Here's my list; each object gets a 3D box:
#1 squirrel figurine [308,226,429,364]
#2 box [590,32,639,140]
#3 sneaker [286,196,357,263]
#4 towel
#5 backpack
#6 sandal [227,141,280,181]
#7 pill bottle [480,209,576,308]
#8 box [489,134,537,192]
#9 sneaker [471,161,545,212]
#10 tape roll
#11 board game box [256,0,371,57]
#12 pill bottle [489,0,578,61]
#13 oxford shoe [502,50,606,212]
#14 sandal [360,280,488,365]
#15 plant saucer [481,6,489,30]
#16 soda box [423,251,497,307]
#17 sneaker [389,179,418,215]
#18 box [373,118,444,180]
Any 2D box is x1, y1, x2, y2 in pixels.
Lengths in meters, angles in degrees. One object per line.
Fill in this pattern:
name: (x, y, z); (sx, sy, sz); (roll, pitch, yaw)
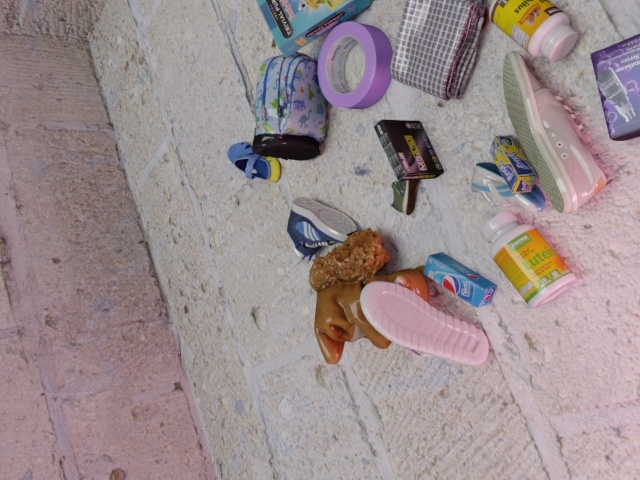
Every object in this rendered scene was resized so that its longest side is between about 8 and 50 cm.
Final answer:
squirrel figurine: (0.159, 0.153, 1.818); (0.370, 0.280, 0.397); (-33, 74, 39)
box: (0.710, -0.340, 1.232); (0.153, 0.108, 0.207); (-16, 84, 48)
sneaker: (-0.001, 0.000, 2.086); (0.322, 0.130, 0.237); (32, 129, 36)
towel: (0.329, -0.569, 1.598); (0.235, 0.121, 0.284); (37, 126, 40)
backpack: (-0.107, -0.495, 2.021); (0.273, 0.290, 0.356); (-17, 77, 40)
sandal: (-0.308, -0.335, 2.352); (0.317, 0.138, 0.126); (29, 119, 44)
pill bottle: (0.534, 0.043, 1.469); (0.246, 0.136, 0.136); (58, 133, 25)
box: (0.503, -0.202, 1.468); (0.059, 0.054, 0.169); (95, 167, -48)
sneaker: (0.508, -0.129, 1.520); (0.228, 0.087, 0.092); (43, 135, 42)
tape roll: (0.113, -0.583, 1.876); (0.274, 0.090, 0.275); (12, 106, 47)
board game box: (-0.035, -0.817, 1.884); (0.335, 0.079, 0.254); (-28, 72, 12)
pill bottle: (0.530, -0.540, 1.392); (0.215, 0.117, 0.117); (54, 132, 27)
oxford shoe: (0.572, -0.281, 1.394); (0.129, 0.169, 0.450); (-20, 69, 7)
sandal: (0.290, 0.265, 1.636); (0.416, 0.170, 0.102); (28, 148, -4)
plant saucer: (0.435, -0.620, 1.564); (0.083, 0.013, 0.084); (12, 106, 47)
soda box: (0.412, 0.115, 1.667); (0.210, 0.071, 0.067); (35, 120, 39)
sneaker: (0.263, -0.182, 1.788); (0.086, 0.064, 0.192); (23, 116, 39)
box: (0.267, -0.273, 1.681); (0.045, 0.184, 0.191); (-36, 69, 44)
